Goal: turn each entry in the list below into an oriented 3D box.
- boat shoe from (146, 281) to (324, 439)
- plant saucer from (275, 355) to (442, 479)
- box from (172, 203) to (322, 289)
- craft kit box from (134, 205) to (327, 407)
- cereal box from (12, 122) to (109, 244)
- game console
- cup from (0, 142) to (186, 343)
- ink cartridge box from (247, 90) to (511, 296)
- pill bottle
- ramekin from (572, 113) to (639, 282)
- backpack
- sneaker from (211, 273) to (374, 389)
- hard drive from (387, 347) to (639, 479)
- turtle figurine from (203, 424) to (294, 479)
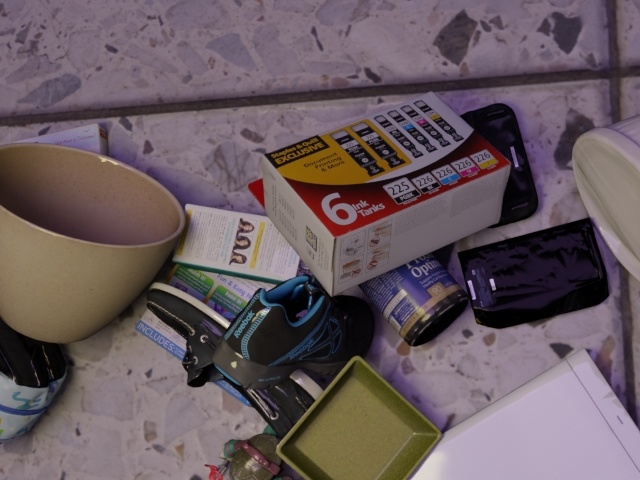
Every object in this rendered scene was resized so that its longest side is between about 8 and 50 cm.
[{"bbox_3d":[-0.156,0.190,1.581,0.340,0.127,0.113,33,74,13],"label":"boat shoe"},{"bbox_3d":[0.054,0.299,1.530,0.188,0.045,0.188,43,80,-10],"label":"plant saucer"},{"bbox_3d":[-0.109,0.012,1.648,0.244,0.060,0.100,10,80,16],"label":"box"},{"bbox_3d":[-0.143,0.108,1.694,0.250,0.061,0.247,32,89,19],"label":"craft kit box"},{"bbox_3d":[-0.458,-0.077,1.822,0.173,0.047,0.240,-10,75,11],"label":"cereal box"},{"bbox_3d":[0.311,-0.050,1.618,0.213,0.044,0.361,-15,75,9],"label":"game console"},{"bbox_3d":[-0.409,0.021,1.630,0.331,0.331,0.237,31,115,19],"label":"cup"},{"bbox_3d":[0.077,-0.098,1.546,0.309,0.130,0.272,-23,51,-23],"label":"ink cartridge box"},{"bbox_3d":[0.120,0.050,1.601,0.123,0.123,0.219,-41,72,3],"label":"pill bottle"},{"bbox_3d":[0.490,-0.064,1.465,0.127,0.273,0.273,-29,72,-7],"label":"ramekin"},{"bbox_3d":[-0.590,0.172,1.698,0.355,0.290,0.273,29,95,12],"label":"backpack"},{"bbox_3d":[-0.008,0.122,1.507,0.125,0.341,0.140,38,115,23],"label":"sneaker"},{"bbox_3d":[0.307,0.352,1.523,0.353,0.047,0.233,-33,71,6],"label":"hard drive"},{"bbox_3d":[-0.081,0.348,1.596,0.175,0.118,0.234,38,83,19],"label":"turtle figurine"}]
